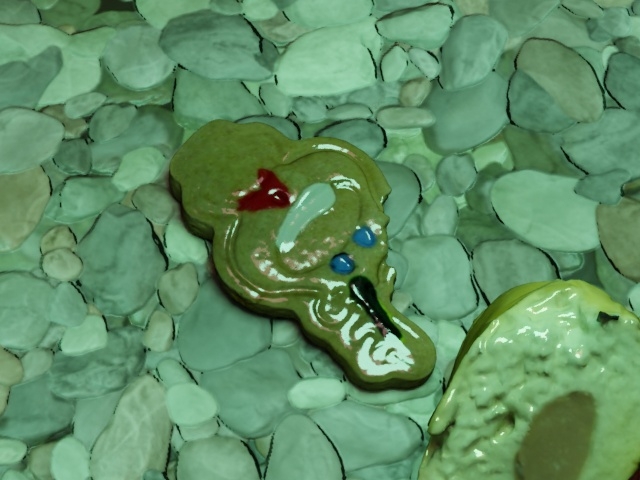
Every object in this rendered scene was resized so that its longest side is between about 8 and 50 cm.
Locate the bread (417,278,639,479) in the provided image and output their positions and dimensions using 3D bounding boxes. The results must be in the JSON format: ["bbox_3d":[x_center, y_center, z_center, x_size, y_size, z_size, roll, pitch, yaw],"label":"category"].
[{"bbox_3d":[0.189,0.146,1.461,0.183,0.211,0.224,24,57,3],"label":"bread"}]

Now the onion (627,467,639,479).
[{"bbox_3d":[0.341,0.274,1.365,0.276,0.276,0.276,1,61,-2],"label":"onion"}]

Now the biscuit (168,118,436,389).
[{"bbox_3d":[-0.006,0.006,1.628,0.183,0.047,0.320,-25,66,-13],"label":"biscuit"}]
